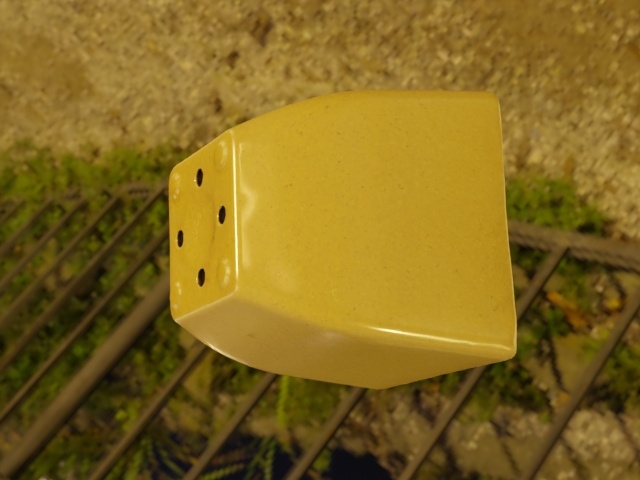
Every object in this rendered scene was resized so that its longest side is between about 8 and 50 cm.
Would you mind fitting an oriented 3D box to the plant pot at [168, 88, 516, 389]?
[{"bbox_3d":[0.000,0.000,0.403,0.083,0.082,0.081,4,165,-28],"label":"plant pot"}]
